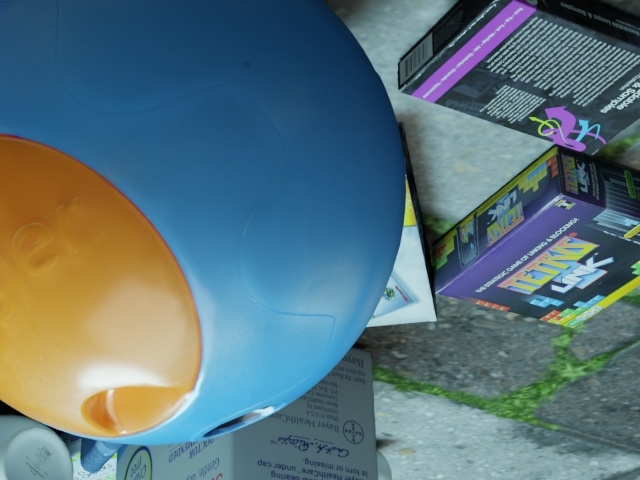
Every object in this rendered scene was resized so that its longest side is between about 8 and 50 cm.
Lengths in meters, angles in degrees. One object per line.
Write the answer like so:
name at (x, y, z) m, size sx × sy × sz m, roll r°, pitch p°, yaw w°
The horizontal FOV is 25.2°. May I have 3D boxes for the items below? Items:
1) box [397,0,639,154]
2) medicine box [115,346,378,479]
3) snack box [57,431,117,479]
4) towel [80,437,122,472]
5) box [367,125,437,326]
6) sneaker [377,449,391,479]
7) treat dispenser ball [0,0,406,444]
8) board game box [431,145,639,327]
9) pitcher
box at (0.149, -0.113, 0.933) m, size 0.162 × 0.029 × 0.116 m, roll 16°, pitch 147°, yaw -25°
medicine box at (-0.075, 0.263, 1.317) m, size 0.149 × 0.289 × 0.263 m, roll 15°, pitch 146°, yaw -26°
snack box at (-0.241, 0.234, 1.515) m, size 0.141 × 0.037 × 0.100 m, roll -26°, pitch 140°, yaw 37°
towel at (-0.202, 0.177, 1.387) m, size 0.029 × 0.067 × 0.119 m, roll 14°, pitch 147°, yaw -21°
box at (0.000, 0.000, 1.107) m, size 0.159 × 0.044 × 0.233 m, roll -5°, pitch 150°, yaw 8°
sneaker at (-0.034, 0.301, 1.514) m, size 0.104 × 0.095 × 0.236 m, roll 36°, pitch 92°, yaw -28°
treat dispenser ball at (-0.095, -0.029, 0.812) m, size 0.288 × 0.288 × 0.288 m, roll -1°, pitch 150°, yaw 0°
board game box at (0.191, 0.003, 1.116) m, size 0.141 × 0.048 × 0.170 m, roll 13°, pitch 147°, yaw -25°
pitcher at (-0.361, 0.231, 1.441) m, size 0.207 × 0.125 × 0.178 m, roll -21°, pitch 125°, yaw 41°
